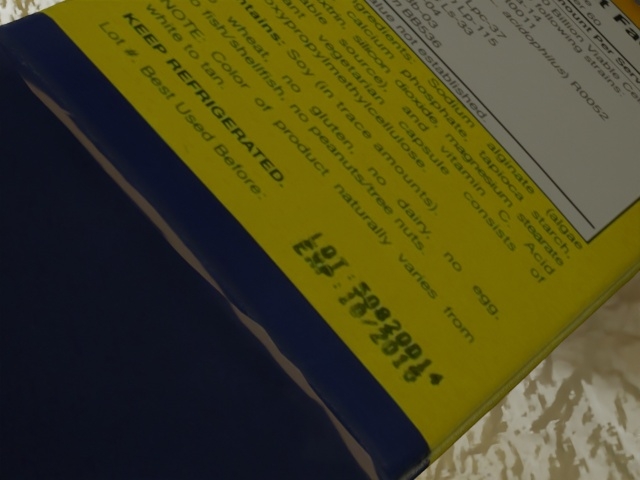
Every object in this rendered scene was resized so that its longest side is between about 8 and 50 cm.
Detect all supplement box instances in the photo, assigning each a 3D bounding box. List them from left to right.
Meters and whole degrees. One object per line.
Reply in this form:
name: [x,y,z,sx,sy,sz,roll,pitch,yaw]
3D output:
supplement box: [0.000,0.000,0.739,0.194,0.356,0.195,48,128,7]
